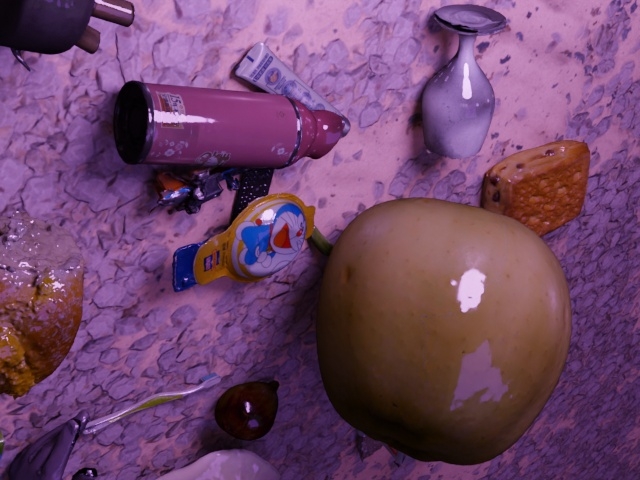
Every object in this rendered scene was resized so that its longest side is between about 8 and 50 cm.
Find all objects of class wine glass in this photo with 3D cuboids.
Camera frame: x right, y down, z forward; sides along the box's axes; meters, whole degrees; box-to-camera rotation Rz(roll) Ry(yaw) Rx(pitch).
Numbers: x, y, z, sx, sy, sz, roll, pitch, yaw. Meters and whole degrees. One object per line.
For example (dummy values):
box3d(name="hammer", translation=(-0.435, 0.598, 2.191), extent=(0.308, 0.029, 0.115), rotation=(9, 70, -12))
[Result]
box3d(name="wine glass", translation=(0.232, -0.260, 1.473), extent=(0.126, 0.126, 0.241), rotation=(-19, 132, -28))

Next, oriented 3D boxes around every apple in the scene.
box3d(name="apple", translation=(0.202, 0.153, 1.527), extent=(0.474, 0.473, 0.473), rotation=(-23, 136, -25))

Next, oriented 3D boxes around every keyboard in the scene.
box3d(name="keyboard", translation=(-0.112, -0.061, 1.432), extent=(0.064, 0.010, 0.198), rotation=(-10, 129, -37))

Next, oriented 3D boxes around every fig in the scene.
box3d(name="fig", translation=(-0.126, 0.306, 1.674), extent=(0.109, 0.103, 0.154), rotation=(55, 42, -13))

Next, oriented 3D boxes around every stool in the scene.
box3d(name="stool", translation=(-0.282, -0.301, 0.965), extent=(0.139, 0.153, 0.228), rotation=(2, 122, -42))

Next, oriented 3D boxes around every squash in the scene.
box3d(name="squash", translation=(-0.001, 0.001, 1.571), extent=(0.027, 0.027, 0.089), rotation=(-44, 139, -1))

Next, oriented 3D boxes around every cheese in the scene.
box3d(name="cheese", translation=(-0.118, 0.008, 1.420), extent=(0.270, 0.069, 0.177), rotation=(-20, 136, -31))

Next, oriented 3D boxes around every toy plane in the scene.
box3d(name="toy plane", translation=(-0.164, -0.080, 1.323), extent=(0.188, 0.062, 0.135), rotation=(-12, 162, -32))

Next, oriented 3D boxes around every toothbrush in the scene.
box3d(name="toothbrush", translation=(-0.293, 0.286, 1.558), extent=(0.263, 0.026, 0.022), rotation=(-19, 128, -28))

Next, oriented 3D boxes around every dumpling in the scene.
box3d(name="dumpling", translation=(-0.206, 0.507, 1.697), extent=(0.318, 0.187, 0.243), rotation=(19, 113, -44))

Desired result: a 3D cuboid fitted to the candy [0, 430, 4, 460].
box3d(name="candy", translation=(-0.555, 0.367, 1.375), extent=(0.097, 0.062, 0.194), rotation=(-5, 127, -39))

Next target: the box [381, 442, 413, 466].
box3d(name="box", translation=(0.134, 0.309, 1.761), extent=(0.135, 0.269, 0.079), rotation=(-21, 136, -29))

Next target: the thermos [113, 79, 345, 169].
box3d(name="thermos", translation=(-0.120, -0.147, 1.260), extent=(0.330, 0.109, 0.136), rotation=(-2, 133, -36))

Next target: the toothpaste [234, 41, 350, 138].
box3d(name="toothpaste", translation=(-0.035, -0.218, 1.342), extent=(0.062, 0.039, 0.239), rotation=(-50, 138, 10))

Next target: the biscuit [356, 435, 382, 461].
box3d(name="biscuit", translation=(0.138, 0.396, 2.024), extent=(0.133, 0.032, 0.250), rotation=(-26, 136, -24))

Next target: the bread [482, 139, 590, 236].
box3d(name="bread", translation=(0.431, -0.100, 1.807), extent=(0.235, 0.099, 0.210), rotation=(-22, 133, -18))

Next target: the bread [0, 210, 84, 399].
box3d(name="bread", translation=(-0.417, 0.085, 1.162), extent=(0.195, 0.176, 0.246), rotation=(3, 121, -45))

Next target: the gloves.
box3d(name="gloves", translation=(-0.441, 0.399, 1.453), extent=(0.285, 0.142, 0.119), rotation=(-63, 165, 19))

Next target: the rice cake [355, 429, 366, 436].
box3d(name="rice cake", translation=(0.158, 0.323, 1.934), extent=(0.237, 0.043, 0.127), rotation=(-29, 124, -32))
